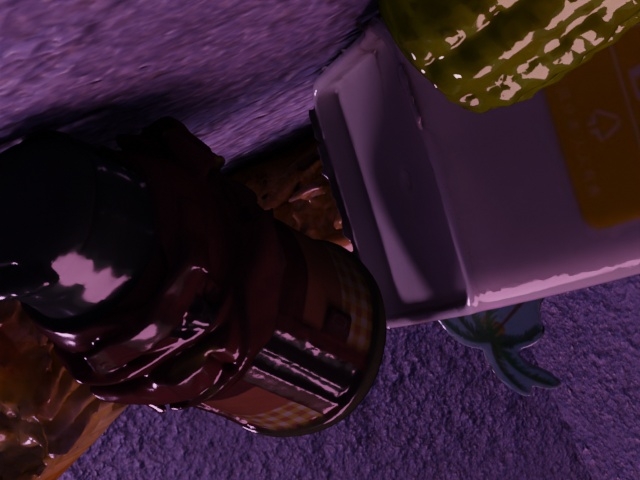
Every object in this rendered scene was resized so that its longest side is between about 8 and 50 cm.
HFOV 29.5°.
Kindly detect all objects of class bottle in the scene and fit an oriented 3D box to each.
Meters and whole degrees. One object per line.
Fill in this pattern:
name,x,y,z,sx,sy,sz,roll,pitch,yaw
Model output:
bottle,-0.075,0.018,0.686,0.143,0.156,0.271,-14,153,30

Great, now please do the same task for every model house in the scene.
model house,0.196,0.016,1.340,0.323,0.340,0.300,-21,175,5

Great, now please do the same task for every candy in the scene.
candy,0.122,-0.134,0.506,0.209,0.097,0.096,-31,174,30

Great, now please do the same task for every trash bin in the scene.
trash bin,0.194,-0.076,0.803,0.367,0.256,0.296,-17,179,-16

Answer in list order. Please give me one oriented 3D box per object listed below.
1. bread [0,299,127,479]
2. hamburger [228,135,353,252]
bread,-0.236,0.095,0.771,0.250,0.179,0.133,-28,171,30
hamburger,0.000,0.000,1.090,0.289,0.170,0.314,-32,173,17
